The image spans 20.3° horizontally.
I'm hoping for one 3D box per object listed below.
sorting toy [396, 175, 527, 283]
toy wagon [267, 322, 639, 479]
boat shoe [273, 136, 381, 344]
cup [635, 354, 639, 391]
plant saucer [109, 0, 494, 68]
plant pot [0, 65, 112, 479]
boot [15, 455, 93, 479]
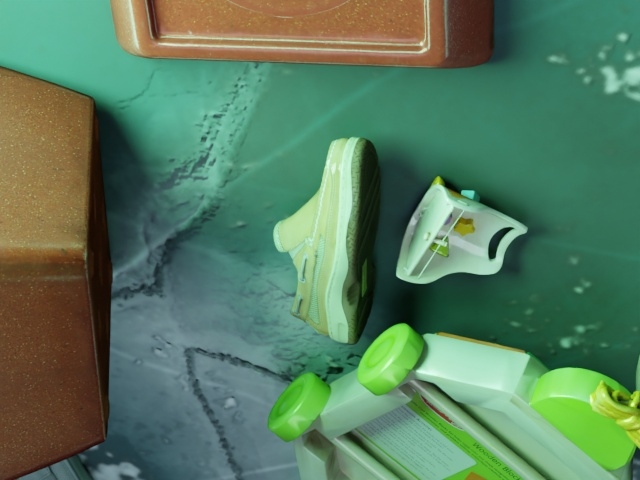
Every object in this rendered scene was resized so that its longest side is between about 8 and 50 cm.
[{"bbox_3d":[0.104,-0.004,1.269,0.075,0.045,0.083,18,132,-15],"label":"sorting toy"},{"bbox_3d":[0.131,0.164,1.340,0.267,0.068,0.344,40,140,-15],"label":"toy wagon"},{"bbox_3d":[0.000,0.000,1.278,0.072,0.068,0.190,16,134,13],"label":"boat shoe"},{"bbox_3d":[0.387,0.186,1.250,0.331,0.237,0.331,5,132,6],"label":"cup"},{"bbox_3d":[-0.023,-0.206,1.106,0.258,0.048,0.259,3,131,8],"label":"plant saucer"},{"bbox_3d":[-0.267,0.024,1.232,0.235,0.267,0.267,-2,132,-3],"label":"plant pot"},{"bbox_3d":[-0.253,0.219,1.480,0.095,0.123,0.258,-17,126,24],"label":"boot"}]
